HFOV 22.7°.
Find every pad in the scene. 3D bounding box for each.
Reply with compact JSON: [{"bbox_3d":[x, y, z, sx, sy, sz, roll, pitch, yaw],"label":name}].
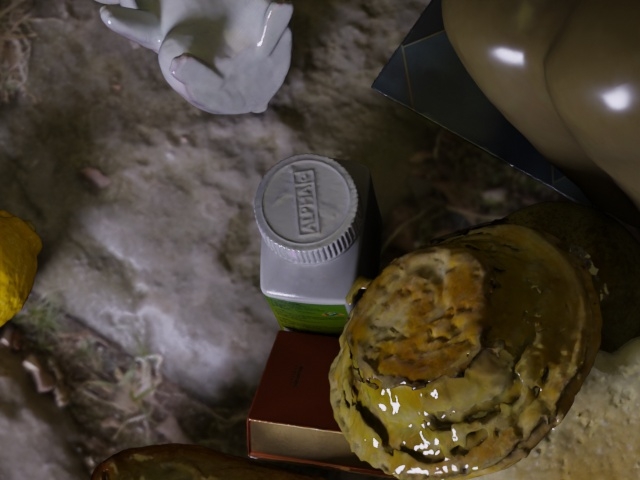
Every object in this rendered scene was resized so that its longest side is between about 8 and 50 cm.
[{"bbox_3d":[0.190,-0.151,1.506,0.243,0.004,0.163,30,77,16],"label":"pad"}]

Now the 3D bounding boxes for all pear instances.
[{"bbox_3d":[0.203,0.046,1.362,0.167,0.136,0.167,-1,75,4],"label":"pear"}]

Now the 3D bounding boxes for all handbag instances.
[{"bbox_3d":[0.043,0.141,1.362,0.190,0.062,0.127,8,34,9],"label":"handbag"}]

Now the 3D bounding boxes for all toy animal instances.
[{"bbox_3d":[-0.143,-0.239,1.507,0.140,0.138,0.282,-40,69,-3],"label":"toy animal"}]

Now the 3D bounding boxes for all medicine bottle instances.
[{"bbox_3d":[0.000,0.000,1.376,0.088,0.188,0.132,6,71,10],"label":"medicine bottle"}]

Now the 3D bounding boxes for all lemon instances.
[{"bbox_3d":[-0.321,0.032,1.447,0.155,0.114,0.114,-34,70,-18],"label":"lemon"}]

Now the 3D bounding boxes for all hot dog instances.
[{"bbox_3d":[-0.074,0.265,1.331,0.259,0.114,0.175,9,72,23],"label":"hot dog"}]

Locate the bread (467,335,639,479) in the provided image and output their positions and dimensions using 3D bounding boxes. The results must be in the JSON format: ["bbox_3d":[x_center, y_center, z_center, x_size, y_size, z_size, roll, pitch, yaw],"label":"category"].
[{"bbox_3d":[0.232,0.227,1.277,0.316,0.054,0.316,0,93,-5],"label":"bread"}]

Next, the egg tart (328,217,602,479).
[{"bbox_3d":[0.099,0.076,1.247,0.241,0.106,0.241,-21,48,26],"label":"egg tart"}]

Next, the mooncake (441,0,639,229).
[{"bbox_3d":[0.335,-0.225,1.256,0.467,0.262,0.467,-27,39,24],"label":"mooncake"}]
